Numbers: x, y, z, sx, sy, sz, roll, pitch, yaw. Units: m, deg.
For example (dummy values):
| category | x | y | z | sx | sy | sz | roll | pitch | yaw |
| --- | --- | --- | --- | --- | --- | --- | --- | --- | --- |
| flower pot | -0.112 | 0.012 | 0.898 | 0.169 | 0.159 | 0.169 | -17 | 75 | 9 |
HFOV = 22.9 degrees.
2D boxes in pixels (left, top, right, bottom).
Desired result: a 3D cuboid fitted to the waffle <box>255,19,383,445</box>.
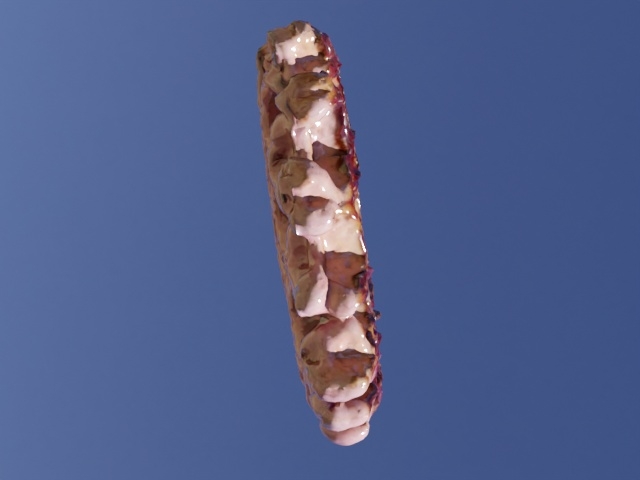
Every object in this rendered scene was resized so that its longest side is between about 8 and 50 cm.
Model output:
| category | x | y | z | sx | sy | sz | roll | pitch | yaw |
| --- | --- | --- | --- | --- | --- | --- | --- | --- | --- |
| waffle | 0.000 | 0.000 | 0.853 | 0.234 | 0.055 | 0.221 | 65 | 17 | -82 |
